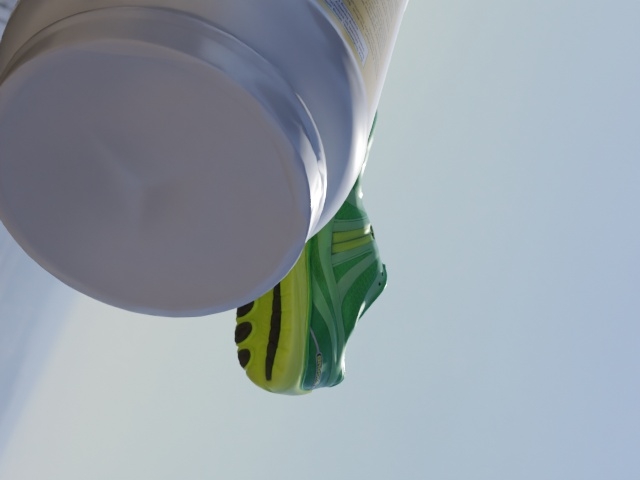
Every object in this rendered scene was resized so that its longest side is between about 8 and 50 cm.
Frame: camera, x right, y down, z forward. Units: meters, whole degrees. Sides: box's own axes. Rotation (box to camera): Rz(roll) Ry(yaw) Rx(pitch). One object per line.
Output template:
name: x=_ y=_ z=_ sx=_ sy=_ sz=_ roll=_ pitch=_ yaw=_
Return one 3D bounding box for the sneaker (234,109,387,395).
sneaker: x=0.000 y=0.000 z=1.408 sx=0.109 sy=0.123 sz=0.296 roll=8 pitch=-96 yaw=45

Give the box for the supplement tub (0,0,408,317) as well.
supplement tub: x=-0.073 y=-0.131 z=1.007 sx=0.331 sy=0.241 sz=0.241 roll=-73 pitch=-170 yaw=-51
